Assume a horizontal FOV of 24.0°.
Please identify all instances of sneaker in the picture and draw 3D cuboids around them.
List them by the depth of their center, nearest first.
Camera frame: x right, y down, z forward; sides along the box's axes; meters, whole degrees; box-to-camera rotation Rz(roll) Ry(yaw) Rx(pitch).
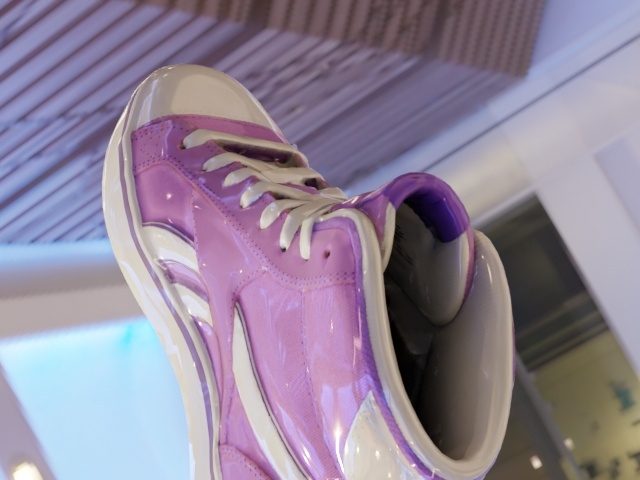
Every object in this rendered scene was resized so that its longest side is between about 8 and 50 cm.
[{"bbox_3d":[0.001,0.000,0.597,0.102,0.161,0.282,3,-132,-31],"label":"sneaker"}]
